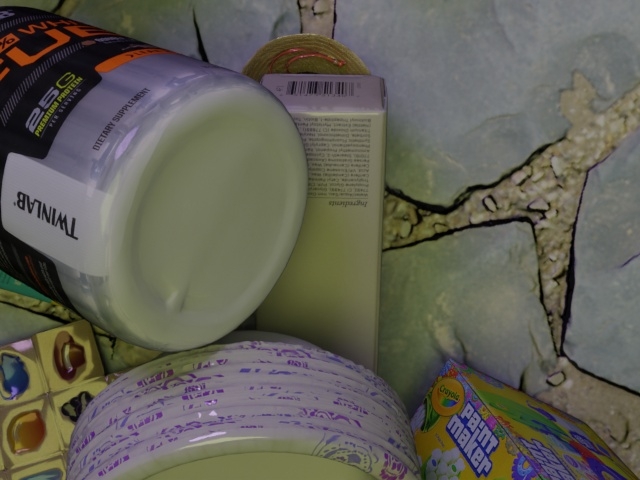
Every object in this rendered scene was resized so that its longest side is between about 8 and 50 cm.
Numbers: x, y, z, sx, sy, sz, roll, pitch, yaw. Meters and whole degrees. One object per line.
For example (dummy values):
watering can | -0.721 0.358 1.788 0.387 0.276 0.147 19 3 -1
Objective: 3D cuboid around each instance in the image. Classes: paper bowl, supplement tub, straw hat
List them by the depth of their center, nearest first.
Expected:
supplement tub | -0.192 -0.064 0.831 0.338 0.207 0.207 22 103 36
paper bowl | -0.062 0.183 0.870 0.284 0.148 0.284 -3 136 -3
straw hat | -0.010 -0.122 0.951 0.144 0.061 0.145 0 117 1

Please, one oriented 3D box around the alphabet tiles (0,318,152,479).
alphabet tiles | -0.289 0.243 1.009 0.342 0.011 0.285 -17 87 -4

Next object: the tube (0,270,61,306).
tube | -0.275 0.017 0.978 0.207 0.052 0.080 16 107 -24

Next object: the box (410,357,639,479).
box | 0.150 0.302 0.895 0.177 0.290 0.279 26 101 -20

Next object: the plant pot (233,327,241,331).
plant pot | -0.085 0.149 0.999 0.081 0.081 0.083 -34 106 7

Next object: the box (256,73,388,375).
box | 0.000 0.000 0.924 0.113 0.094 0.275 2 117 1
